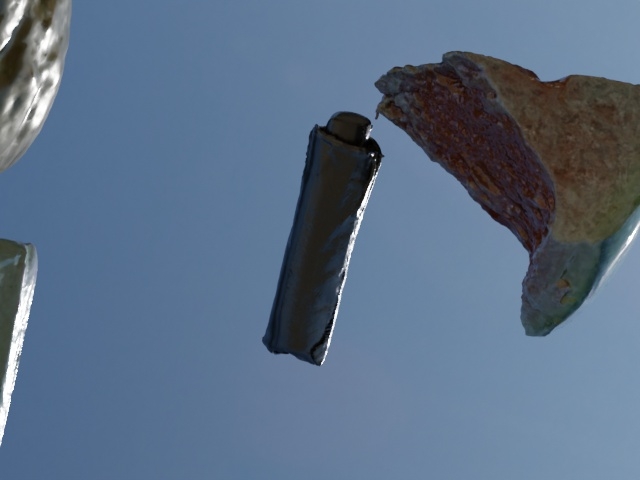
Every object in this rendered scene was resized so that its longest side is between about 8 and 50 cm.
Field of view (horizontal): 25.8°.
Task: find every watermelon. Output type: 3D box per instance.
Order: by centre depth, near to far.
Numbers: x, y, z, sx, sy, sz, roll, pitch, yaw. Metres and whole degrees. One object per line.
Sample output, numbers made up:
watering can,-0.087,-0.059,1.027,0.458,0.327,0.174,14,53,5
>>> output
watermelon,0.116,-0.055,0.679,0.121,0.098,0.158,-29,-111,-14

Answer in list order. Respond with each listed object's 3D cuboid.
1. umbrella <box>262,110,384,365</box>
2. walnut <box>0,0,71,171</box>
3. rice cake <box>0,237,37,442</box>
umbrella,0.002,0.000,0.692,0.036,0.133,0.031,8,-158,-15
walnut,-0.272,-0.163,0.895,0.227,0.283,0.283,9,-132,-23
rice cake,-0.212,0.105,0.805,0.042,0.080,0.221,7,-94,25
